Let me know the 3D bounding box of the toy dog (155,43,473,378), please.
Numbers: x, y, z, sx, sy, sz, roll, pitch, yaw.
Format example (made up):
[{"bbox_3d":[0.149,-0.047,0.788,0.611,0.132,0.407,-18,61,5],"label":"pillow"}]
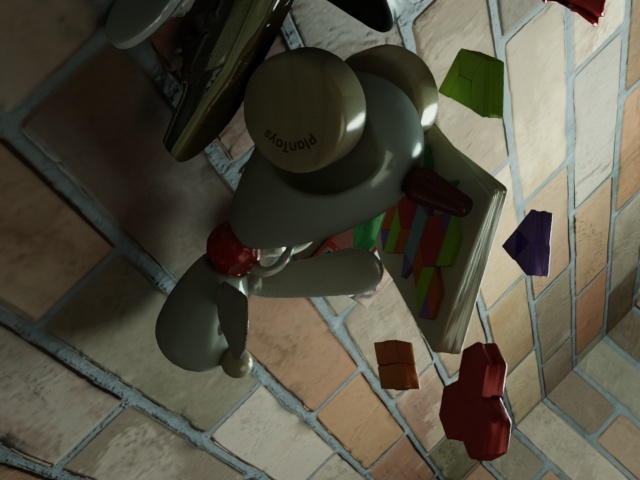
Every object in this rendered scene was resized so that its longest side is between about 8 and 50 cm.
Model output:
[{"bbox_3d":[0.000,0.000,0.789,0.220,0.161,0.334,-34,160,-34],"label":"toy dog"}]

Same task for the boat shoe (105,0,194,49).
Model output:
[{"bbox_3d":[-0.091,-0.154,0.636,0.100,0.035,0.035,-52,152,-5],"label":"boat shoe"}]

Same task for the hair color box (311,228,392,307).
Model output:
[{"bbox_3d":[0.074,-0.015,1.067,0.167,0.053,0.093,-48,156,4],"label":"hair color box"}]

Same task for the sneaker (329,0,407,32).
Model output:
[{"bbox_3d":[0.039,-0.249,0.609,0.178,0.123,0.295,-55,170,-2],"label":"sneaker"}]

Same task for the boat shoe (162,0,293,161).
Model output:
[{"bbox_3d":[-0.069,-0.124,0.695,0.152,0.049,0.056,-57,171,17],"label":"boat shoe"}]

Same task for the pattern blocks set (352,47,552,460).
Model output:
[{"bbox_3d":[0.087,-0.007,0.806,0.026,0.325,0.286,7,101,-18],"label":"pattern blocks set"}]

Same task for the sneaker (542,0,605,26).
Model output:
[{"bbox_3d":[0.165,-0.224,0.818,0.221,0.128,0.087,-27,148,-36],"label":"sneaker"}]
